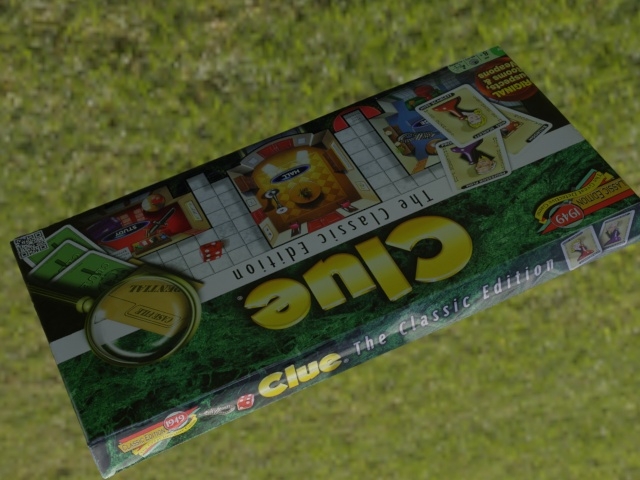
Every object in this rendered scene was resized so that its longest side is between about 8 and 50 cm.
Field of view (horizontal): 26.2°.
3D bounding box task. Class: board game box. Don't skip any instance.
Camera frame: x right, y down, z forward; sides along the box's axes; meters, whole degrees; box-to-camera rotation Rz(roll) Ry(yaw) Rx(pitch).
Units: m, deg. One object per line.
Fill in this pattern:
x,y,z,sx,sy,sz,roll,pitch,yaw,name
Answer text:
0.000,0.000,0.623,0.259,0.136,0.030,-23,138,-11,board game box
